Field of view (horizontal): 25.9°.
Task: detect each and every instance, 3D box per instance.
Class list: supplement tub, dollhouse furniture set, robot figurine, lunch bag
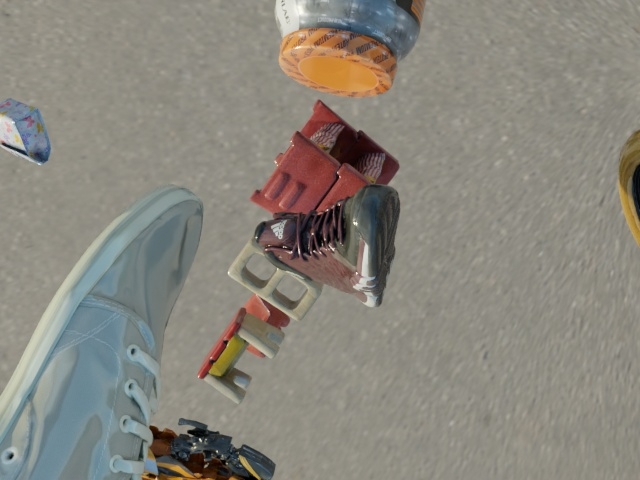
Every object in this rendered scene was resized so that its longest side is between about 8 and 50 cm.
[{"bbox_3d":[0.051,-0.361,1.817,0.193,0.193,0.316,8,73,14],"label":"supplement tub"},{"bbox_3d":[-0.058,0.013,1.925,0.152,0.201,0.374,35,108,-4],"label":"dollhouse furniture set"},{"bbox_3d":[-0.193,0.288,1.643,0.291,0.085,0.211,15,138,0],"label":"robot figurine"},{"bbox_3d":[-0.409,-0.143,1.896,0.071,0.053,0.083,23,140,40],"label":"lunch bag"}]

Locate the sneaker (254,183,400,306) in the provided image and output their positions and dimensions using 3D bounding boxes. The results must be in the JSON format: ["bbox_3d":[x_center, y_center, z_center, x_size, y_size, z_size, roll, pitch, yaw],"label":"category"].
[{"bbox_3d":[0.000,0.000,1.578,0.162,0.281,0.106,15,71,6],"label":"sneaker"}]

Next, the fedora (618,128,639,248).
[{"bbox_3d":[0.353,-0.026,1.263,0.079,0.194,0.194,-26,90,-19],"label":"fedora"}]

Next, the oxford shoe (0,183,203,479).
[{"bbox_3d":[-0.188,0.147,1.137,0.130,0.169,0.449,18,57,14],"label":"oxford shoe"}]
